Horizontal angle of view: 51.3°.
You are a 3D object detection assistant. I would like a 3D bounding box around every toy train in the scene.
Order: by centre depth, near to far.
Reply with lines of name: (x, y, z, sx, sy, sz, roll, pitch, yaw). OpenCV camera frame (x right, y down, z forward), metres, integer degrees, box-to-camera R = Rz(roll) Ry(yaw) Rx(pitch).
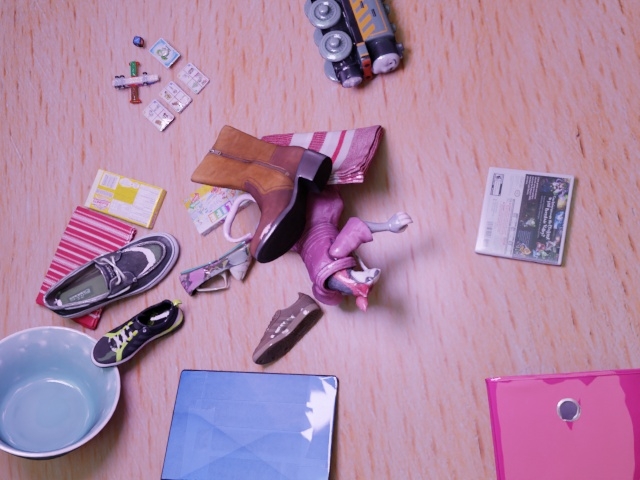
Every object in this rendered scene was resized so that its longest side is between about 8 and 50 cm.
toy train: (0.069, -0.518, 1.548, 0.190, 0.142, 0.333, -18, 73, 3)

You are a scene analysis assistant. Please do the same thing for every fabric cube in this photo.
fabric cube: (0.431, 0.361, 1.161, 0.254, 0.259, 0.258, -6, 76, 15)

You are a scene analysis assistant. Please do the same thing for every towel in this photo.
towel: (-0.040, -0.190, 1.479, 0.329, 0.037, 0.237, -1, 32, 18)
towel: (-0.590, 0.066, 1.676, 0.199, 0.031, 0.274, 19, 84, 20)

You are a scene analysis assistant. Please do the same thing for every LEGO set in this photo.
LEGO set: (-0.427, -0.419, 1.737, 0.244, 0.060, 0.182, 43, 89, 12)

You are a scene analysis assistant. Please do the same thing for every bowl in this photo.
bowl: (-0.619, 0.366, 1.508, 0.312, 0.163, 0.311, 11, 49, -13)

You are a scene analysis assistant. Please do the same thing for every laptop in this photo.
laptop: (-0.192, 0.445, 1.322, 0.382, 0.408, 0.236, -2, 100, 17)

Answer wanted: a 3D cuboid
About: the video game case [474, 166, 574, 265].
video game case: (0.423, -0.052, 1.385, 0.173, 0.022, 0.190, 9, 80, 20)

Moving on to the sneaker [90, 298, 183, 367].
sneaker: (-0.423, 0.198, 1.520, 0.235, 0.097, 0.084, -32, 65, -16)

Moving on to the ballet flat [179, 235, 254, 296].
ballet flat: (-0.224, 0.067, 1.544, 0.222, 0.077, 0.079, -26, 90, 15)

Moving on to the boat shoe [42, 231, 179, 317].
boat shoe: (-0.488, 0.088, 1.568, 0.335, 0.119, 0.121, -32, 83, -3)

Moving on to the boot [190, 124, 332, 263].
boot: (-0.153, -0.103, 1.336, 0.281, 0.096, 0.264, 19, 75, 26)

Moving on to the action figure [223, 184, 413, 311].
action figure: (0.000, 0.000, 1.359, 0.370, 0.276, 0.248, 56, 130, 49)

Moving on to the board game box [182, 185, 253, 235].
board game box: (-0.246, -0.096, 1.604, 0.154, 0.026, 0.103, -34, 70, 8)

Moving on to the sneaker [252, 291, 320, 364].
sneaker: (-0.084, 0.195, 1.477, 0.188, 0.066, 0.071, -41, 52, 0)

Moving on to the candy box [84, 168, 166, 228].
candy box: (-0.494, -0.106, 1.686, 0.206, 0.027, 0.105, 18, 86, 21)
